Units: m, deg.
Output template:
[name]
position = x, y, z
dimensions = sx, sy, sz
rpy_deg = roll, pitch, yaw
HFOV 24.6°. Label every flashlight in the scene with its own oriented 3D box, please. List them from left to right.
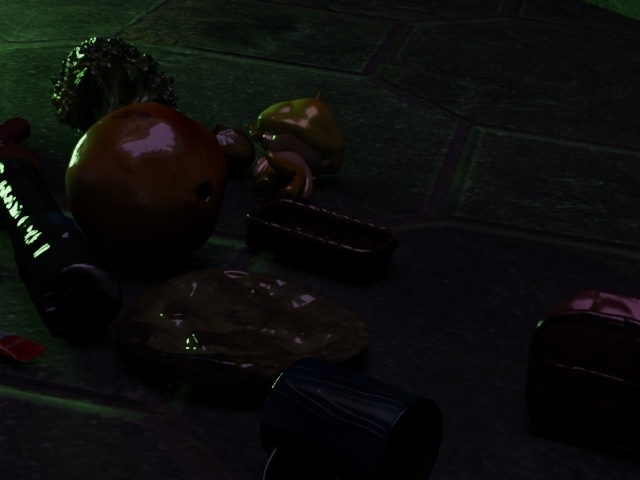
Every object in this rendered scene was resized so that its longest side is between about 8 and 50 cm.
[flashlight]
position = -0.337, -0.004, 1.765
dimensions = 0.103, 0.103, 0.424
rpy_deg = -3, 23, -23

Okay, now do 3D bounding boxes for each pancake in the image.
[pancake]
position = -0.087, 0.103, 1.633
dimensions = 0.295, 0.049, 0.294
rpy_deg = 6, 18, -2

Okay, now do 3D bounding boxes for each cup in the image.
[cup]
position = 0.016, 0.184, 1.371
dimensions = 0.138, 0.113, 0.150
rpy_deg = 19, 23, 32

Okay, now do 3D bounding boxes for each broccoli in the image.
[broccoli]
position = -0.314, -0.200, 2.208
dimensions = 0.194, 0.219, 0.194
rpy_deg = -9, 49, 11

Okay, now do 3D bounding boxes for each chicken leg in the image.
[chicken leg]
position = -0.187, -0.133, 2.189
dimensions = 0.178, 0.070, 0.093
rpy_deg = -7, 23, -7

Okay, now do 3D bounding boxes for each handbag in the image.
[handbag]
position = 0.329, 0.141, 1.529
dimensions = 0.225, 0.146, 0.135
rpy_deg = 15, 17, 21

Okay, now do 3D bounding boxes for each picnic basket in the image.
[picnic basket]
position = 0.000, 0.000, 1.907
dimensions = 0.193, 0.054, 0.110
rpy_deg = 16, 22, 24

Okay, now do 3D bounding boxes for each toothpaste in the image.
[toothpaste]
position = -0.389, 0.096, 1.589
dimensions = 0.190, 0.031, 0.048
rpy_deg = 16, 17, 17

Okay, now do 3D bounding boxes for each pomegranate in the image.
[pomegranate]
position = -0.213, -0.069, 1.840
dimensions = 0.209, 0.209, 0.209
rpy_deg = 6, 22, -2

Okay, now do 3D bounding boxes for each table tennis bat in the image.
[table tennis bat]
position = -0.483, -0.115, 2.078
dimensions = 0.200, 0.038, 0.310
rpy_deg = 9, 22, 7

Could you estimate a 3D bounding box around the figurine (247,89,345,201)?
[figurine]
position = -0.039, -0.133, 2.160
dimensions = 0.156, 0.131, 0.246
rpy_deg = 25, 34, -6
